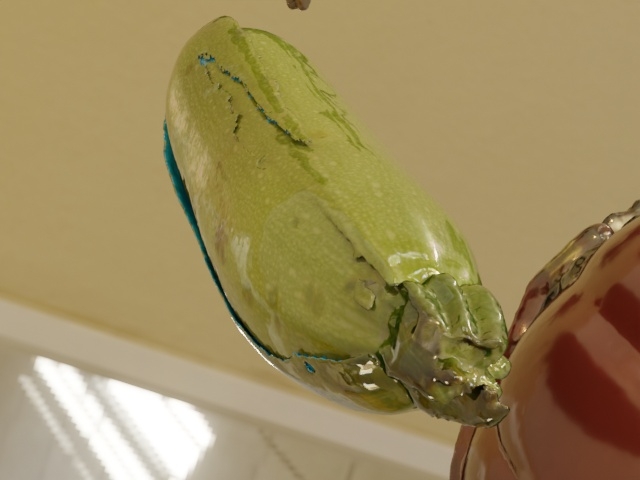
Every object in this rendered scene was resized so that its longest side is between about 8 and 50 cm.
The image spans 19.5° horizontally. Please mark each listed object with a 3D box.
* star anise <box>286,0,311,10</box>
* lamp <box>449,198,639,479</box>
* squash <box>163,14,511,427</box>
[{"bbox_3d":[-0.016,-0.277,1.198,0.288,0.088,0.288,-7,67,16],"label":"star anise"},{"bbox_3d":[0.204,0.098,0.794,0.257,0.303,0.303,49,118,38],"label":"lamp"},{"bbox_3d":[0.000,0.000,0.699,0.094,0.094,0.341,-63,26,14],"label":"squash"}]
